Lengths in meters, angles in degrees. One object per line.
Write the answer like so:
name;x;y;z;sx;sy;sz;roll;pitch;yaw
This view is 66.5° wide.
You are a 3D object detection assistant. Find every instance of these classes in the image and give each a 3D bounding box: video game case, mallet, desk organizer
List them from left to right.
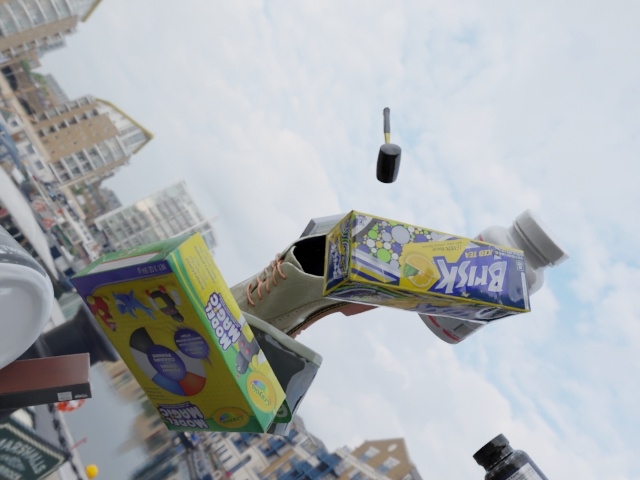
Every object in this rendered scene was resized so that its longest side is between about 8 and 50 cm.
desk organizer;-0.393;0.198;0.686;0.047;0.131;0.050;110;-30;-43
video game case;0.000;0.000;1.420;0.023;0.213;0.193;49;-56;22
mallet;0.116;-0.182;0.838;0.062;0.039;0.189;92;3;-52

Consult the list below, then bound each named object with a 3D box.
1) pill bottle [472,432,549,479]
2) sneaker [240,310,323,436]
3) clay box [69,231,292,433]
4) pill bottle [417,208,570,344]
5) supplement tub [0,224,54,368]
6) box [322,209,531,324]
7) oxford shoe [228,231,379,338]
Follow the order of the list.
pill bottle;0.458;0.563;1.117;0.219;0.123;0.122;52;-22;32
sneaker;-0.097;0.157;0.589;0.222;0.118;0.083;33;-25;-29
clay box;-0.125;0.108;0.466;0.128;0.053;0.221;-12;-67;29
pill bottle;0.185;0.040;0.543;0.160;0.087;0.087;-42;-104;25
supplement tub;-0.517;0.025;0.636;0.316;0.194;0.193;33;-31;26
box;0.090;0.027;0.409;0.054;0.169;0.059;138;-40;-59
oxford shoe;-0.062;0.068;0.743;0.146;0.398;0.140;68;-2;-49
